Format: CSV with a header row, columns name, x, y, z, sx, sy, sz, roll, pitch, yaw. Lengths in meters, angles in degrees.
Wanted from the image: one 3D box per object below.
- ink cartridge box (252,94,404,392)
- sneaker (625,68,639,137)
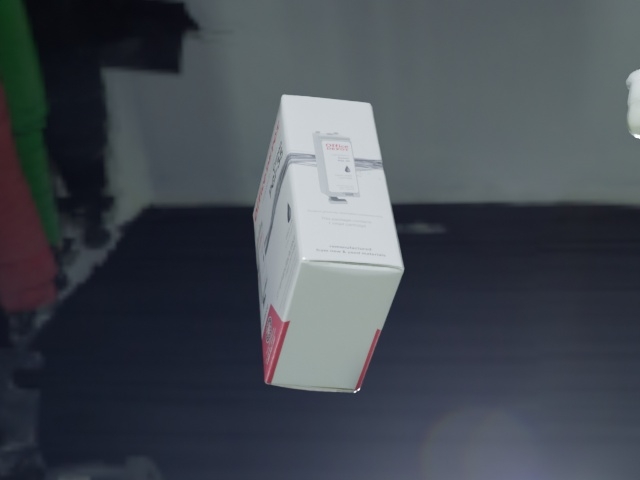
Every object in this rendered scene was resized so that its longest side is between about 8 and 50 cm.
name,x,y,z,sx,sy,sz,roll,pitch,yaw
ink cartridge box,0.000,0.000,1.594,0.283,0.117,0.207,-98,18,-46
sneaker,0.305,-0.066,1.007,0.292,0.118,0.110,37,-133,-55
